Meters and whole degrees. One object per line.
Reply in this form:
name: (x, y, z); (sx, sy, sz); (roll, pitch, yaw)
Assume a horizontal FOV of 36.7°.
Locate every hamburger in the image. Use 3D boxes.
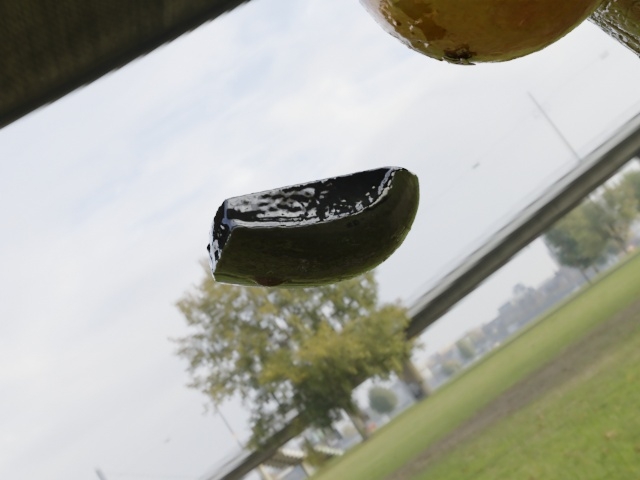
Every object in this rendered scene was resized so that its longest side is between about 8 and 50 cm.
hamburger: (0.398, -0.359, 1.301); (0.132, 0.211, 0.309); (-55, -3, 9)

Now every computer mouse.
computer mouse: (0.000, 0.000, 1.150); (0.269, 0.100, 0.170); (-12, -24, -15)

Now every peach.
peach: (0.186, -0.381, 1.069); (0.289, 0.373, 0.372); (4, -33, -33)
